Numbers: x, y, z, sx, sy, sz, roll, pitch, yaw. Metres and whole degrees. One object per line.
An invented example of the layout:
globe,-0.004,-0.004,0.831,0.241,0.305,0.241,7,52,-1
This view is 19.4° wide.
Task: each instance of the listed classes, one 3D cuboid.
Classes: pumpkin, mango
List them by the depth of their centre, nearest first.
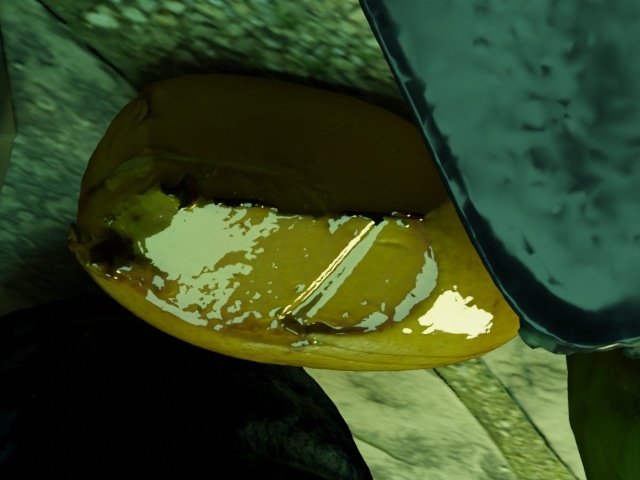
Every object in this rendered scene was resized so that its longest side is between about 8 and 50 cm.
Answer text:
mango,0.000,0.000,0.952,0.252,0.126,0.154,16,135,-21
pumpkin,-0.126,0.210,1.088,0.266,0.363,0.363,21,146,-29

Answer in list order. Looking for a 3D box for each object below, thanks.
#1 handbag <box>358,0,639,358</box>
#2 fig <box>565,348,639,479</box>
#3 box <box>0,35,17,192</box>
handbag,0.146,-0.158,0.583,0.303,0.122,0.329,-21,109,21
fig,0.280,0.072,0.787,0.343,0.343,0.343,7,146,5
box,-0.341,-0.031,0.907,0.341,0.225,0.143,7,144,3
